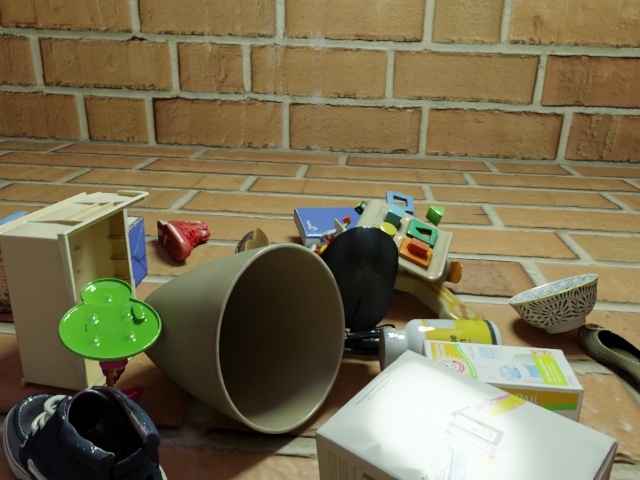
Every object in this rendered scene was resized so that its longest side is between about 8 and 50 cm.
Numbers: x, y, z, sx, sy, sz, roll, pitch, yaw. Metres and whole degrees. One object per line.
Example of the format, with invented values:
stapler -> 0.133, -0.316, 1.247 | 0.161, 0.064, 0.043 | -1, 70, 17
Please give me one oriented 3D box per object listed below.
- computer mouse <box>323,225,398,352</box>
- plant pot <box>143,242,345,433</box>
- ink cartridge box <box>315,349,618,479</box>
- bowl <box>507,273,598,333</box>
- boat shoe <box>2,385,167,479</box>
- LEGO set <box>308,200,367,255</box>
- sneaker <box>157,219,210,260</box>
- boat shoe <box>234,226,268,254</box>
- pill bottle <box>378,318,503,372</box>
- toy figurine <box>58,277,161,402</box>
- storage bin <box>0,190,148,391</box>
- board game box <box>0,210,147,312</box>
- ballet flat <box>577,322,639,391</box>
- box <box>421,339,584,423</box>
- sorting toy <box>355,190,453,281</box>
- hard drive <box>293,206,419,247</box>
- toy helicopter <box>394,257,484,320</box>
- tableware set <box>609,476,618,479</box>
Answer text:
computer mouse -> 0.063, 0.100, 0.955 | 0.188, 0.272, 0.072 | 2, 39, -3
plant pot -> -0.148, 0.134, 0.887 | 0.274, 0.256, 0.256 | -1, 13, 39
ink cartridge box -> 0.139, 0.255, 0.586 | 0.232, 0.171, 0.168 | 18, 34, 37
bowl -> 0.453, 0.127, 1.118 | 0.170, 0.080, 0.170 | -20, -3, -1
boat shoe -> -0.282, 0.222, 0.691 | 0.340, 0.158, 0.127 | 19, 25, 40
LEGO set -> 0.000, 0.000, 1.300 | 0.244, 0.060, 0.182 | -40, 10, 18
sneaker -> -0.332, -0.015, 1.495 | 0.128, 0.087, 0.221 | -9, 23, -26
boat shoe -> -0.171, 0.033, 1.408 | 0.073, 0.073, 0.207 | -34, 12, 11
pill bottle -> 0.190, 0.179, 0.947 | 0.184, 0.103, 0.103 | 1, 19, -3
toy figurine -> -0.301, 0.167, 0.841 | 0.130, 0.159, 0.173 | -4, 34, -24
storage bin -> -0.376, 0.071, 0.969 | 0.123, 0.262, 0.260 | 4, 19, 13
board game box -> -0.540, 0.041, 1.222 | 0.291, 0.141, 0.232 | 2, 19, 2
ballet flat -> 0.524, 0.196, 0.995 | 0.084, 0.058, 0.250 | 0, 19, -7
box -> 0.246, 0.218, 0.836 | 0.203, 0.103, 0.114 | 4, 19, 6
sorting toy -> 0.171, -0.013, 1.203 | 0.196, 0.047, 0.348 | 23, 38, 6
hard drive -> 0.102, -0.039, 1.539 | 0.318, 0.040, 0.210 | -1, 22, -11
toy helicopter -> 0.222, 0.090, 1.235 | 0.235, 0.140, 0.355 | 1, 28, -31
tableware set -> 0.315, 0.325, 0.661 | 0.154, 0.024, 0.104 | -5, 23, -23
